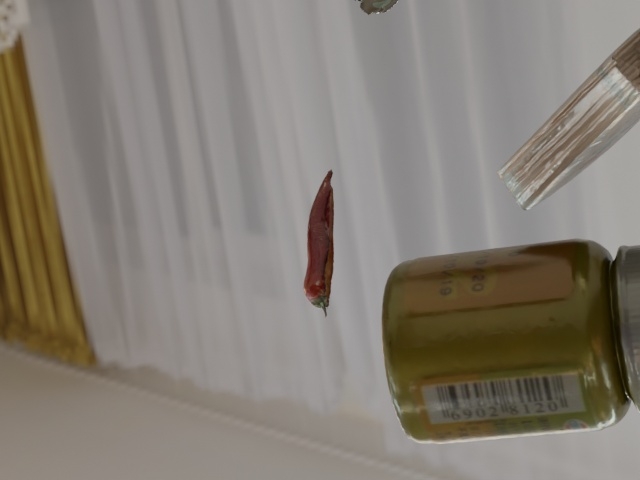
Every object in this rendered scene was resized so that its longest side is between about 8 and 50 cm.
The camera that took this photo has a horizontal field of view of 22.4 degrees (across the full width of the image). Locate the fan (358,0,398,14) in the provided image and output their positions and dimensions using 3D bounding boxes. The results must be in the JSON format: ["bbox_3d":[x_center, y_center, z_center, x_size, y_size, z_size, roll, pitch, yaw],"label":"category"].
[{"bbox_3d":[0.071,-0.337,1.892,0.152,0.008,0.227,-34,153,20],"label":"fan"}]

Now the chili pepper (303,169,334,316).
[{"bbox_3d":[0.000,0.000,1.695,0.027,0.178,0.045,0,154,9],"label":"chili pepper"}]

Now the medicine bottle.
[{"bbox_3d":[0.279,0.110,1.861,0.385,0.224,0.224,-8,-167,17],"label":"medicine bottle"}]

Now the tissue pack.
[{"bbox_3d":[0.330,-0.156,1.836,0.170,0.071,0.325,-35,172,-26],"label":"tissue pack"}]
